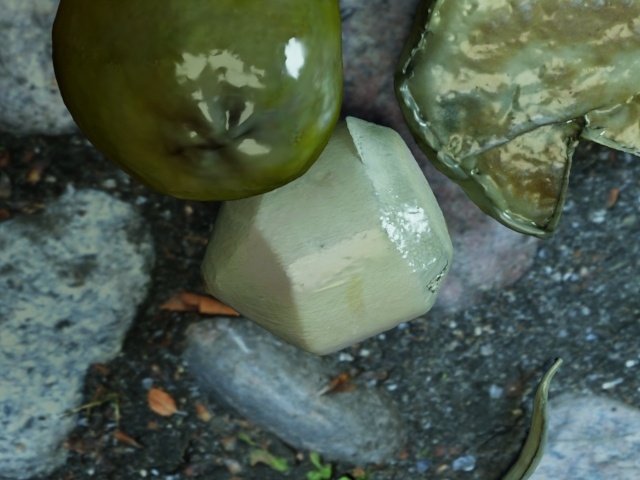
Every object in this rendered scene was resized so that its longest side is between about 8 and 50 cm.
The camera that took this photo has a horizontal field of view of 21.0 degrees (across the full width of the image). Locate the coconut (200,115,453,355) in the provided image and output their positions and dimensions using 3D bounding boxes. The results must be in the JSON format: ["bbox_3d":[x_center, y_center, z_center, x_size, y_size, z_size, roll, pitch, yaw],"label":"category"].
[{"bbox_3d":[0.000,0.000,1.648,0.234,0.224,0.224,-28,118,13],"label":"coconut"}]

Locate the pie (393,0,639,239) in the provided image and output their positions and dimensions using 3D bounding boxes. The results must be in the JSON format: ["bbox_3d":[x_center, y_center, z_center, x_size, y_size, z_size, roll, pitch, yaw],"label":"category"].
[{"bbox_3d":[0.234,-0.158,1.634,0.338,0.075,0.337,1,117,2],"label":"pie"}]

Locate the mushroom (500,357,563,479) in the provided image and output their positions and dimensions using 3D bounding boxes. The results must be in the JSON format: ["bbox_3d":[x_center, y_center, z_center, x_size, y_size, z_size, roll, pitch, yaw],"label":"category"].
[{"bbox_3d":[0.193,0.251,1.906,0.068,0.043,0.306,17,121,-41],"label":"mushroom"}]

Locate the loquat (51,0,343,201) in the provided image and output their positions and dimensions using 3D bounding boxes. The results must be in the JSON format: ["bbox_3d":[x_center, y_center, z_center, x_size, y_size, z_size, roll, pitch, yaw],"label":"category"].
[{"bbox_3d":[-0.106,-0.161,1.499,0.276,0.284,0.276,-4,123,-6],"label":"loquat"}]
